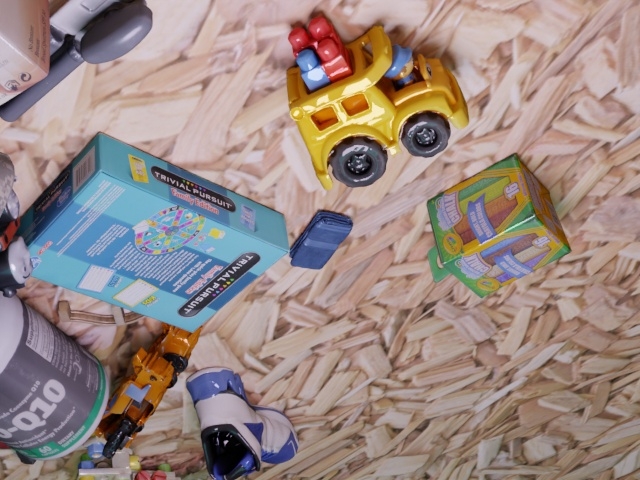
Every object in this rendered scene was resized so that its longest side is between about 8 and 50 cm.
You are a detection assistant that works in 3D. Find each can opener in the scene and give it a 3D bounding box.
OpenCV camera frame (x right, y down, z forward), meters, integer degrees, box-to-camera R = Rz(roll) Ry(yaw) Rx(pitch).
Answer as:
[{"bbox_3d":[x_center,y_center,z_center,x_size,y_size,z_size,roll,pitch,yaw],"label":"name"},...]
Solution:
[{"bbox_3d":[-0.323,-0.229,1.330,0.280,0.093,0.074,-29,139,30],"label":"can opener"}]

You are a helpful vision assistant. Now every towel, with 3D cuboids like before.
[{"bbox_3d":[0.000,0.000,1.730,0.067,0.029,0.119,12,136,-25],"label":"towel"}]

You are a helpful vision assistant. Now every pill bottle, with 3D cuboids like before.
[{"bbox_3d":[-0.514,0.192,1.720,0.204,0.204,0.361,-22,140,15],"label":"pill bottle"}]

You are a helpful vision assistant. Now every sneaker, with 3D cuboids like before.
[{"bbox_3d":[-0.154,0.391,2.068,0.127,0.182,0.315,-21,141,16],"label":"sneaker"}]

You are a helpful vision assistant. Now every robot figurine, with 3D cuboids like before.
[{"bbox_3d":[-0.307,0.253,1.876,0.085,0.211,0.291,36,131,-2],"label":"robot figurine"}]

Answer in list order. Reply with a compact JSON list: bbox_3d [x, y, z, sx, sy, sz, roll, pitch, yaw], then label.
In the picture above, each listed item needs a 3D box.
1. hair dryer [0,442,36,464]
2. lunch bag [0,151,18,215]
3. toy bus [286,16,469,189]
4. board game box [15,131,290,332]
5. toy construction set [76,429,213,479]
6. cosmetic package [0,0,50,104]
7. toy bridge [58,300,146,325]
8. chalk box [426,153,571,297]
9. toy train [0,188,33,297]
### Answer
[{"bbox_3d":[-0.658,0.366,2.011,0.223,0.080,0.293,-6,142,-3],"label":"hair dryer"},{"bbox_3d":[-0.513,-0.061,1.204,0.256,0.212,0.305,-56,135,-11],"label":"lunch bag"},{"bbox_3d":[0.058,-0.204,1.414,0.220,0.149,0.211,-22,125,12],"label":"toy bus"},{"bbox_3d":[-0.257,0.000,1.635,0.336,0.079,0.254,24,131,-36],"label":"board game box"},{"bbox_3d":[-0.351,0.490,2.193,0.328,0.151,0.215,22,133,-20],"label":"toy construction set"},{"bbox_3d":[-0.441,-0.284,1.180,0.129,0.153,0.296,-26,141,19],"label":"cosmetic package"},{"bbox_3d":[-0.337,0.118,1.809,0.188,0.026,0.063,-6,144,-5],"label":"toy bridge"},{"bbox_3d":[0.254,-0.010,1.689,0.213,0.132,0.132,-29,138,22],"label":"chalk box"},{"bbox_3d":[-0.566,0.016,1.502,0.334,0.142,0.190,-11,116,3],"label":"toy train"}]
